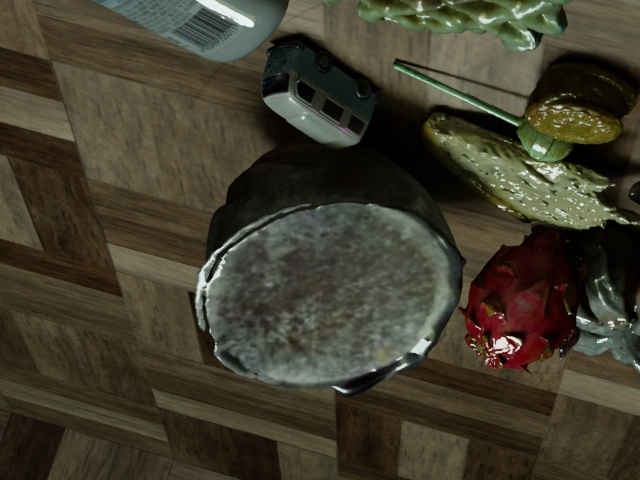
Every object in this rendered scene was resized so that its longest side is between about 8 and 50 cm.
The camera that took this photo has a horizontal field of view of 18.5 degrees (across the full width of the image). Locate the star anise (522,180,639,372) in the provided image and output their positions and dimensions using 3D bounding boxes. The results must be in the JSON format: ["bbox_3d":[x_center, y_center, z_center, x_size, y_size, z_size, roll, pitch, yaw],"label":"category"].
[{"bbox_3d":[0.351,0.069,2.230,0.316,0.139,0.359,-13,135,46],"label":"star anise"}]

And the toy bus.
[{"bbox_3d":[-0.005,-0.150,2.052,0.123,0.075,0.060,32,155,-32],"label":"toy bus"}]

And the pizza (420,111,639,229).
[{"bbox_3d":[0.227,-0.057,2.089,0.262,0.034,0.181,21,162,31],"label":"pizza"}]

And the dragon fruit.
[{"bbox_3d":[0.227,0.065,2.160,0.136,0.166,0.133,20,-179,12],"label":"dragon fruit"}]

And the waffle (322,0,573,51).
[{"bbox_3d":[0.089,-0.262,1.724,0.292,0.056,0.309,13,159,12],"label":"waffle"}]

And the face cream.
[{"bbox_3d":[-0.201,-0.280,1.880,0.337,0.080,0.163,27,158,-21],"label":"face cream"}]

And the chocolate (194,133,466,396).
[{"bbox_3d":[0.000,0.000,2.205,0.303,0.213,0.303,-4,133,-4],"label":"chocolate"}]

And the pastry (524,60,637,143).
[{"bbox_3d":[0.253,-0.131,1.916,0.109,0.057,0.097,8,158,27],"label":"pastry"}]

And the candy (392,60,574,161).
[{"bbox_3d":[0.166,-0.138,1.997,0.202,0.061,0.061,25,160,6],"label":"candy"}]
